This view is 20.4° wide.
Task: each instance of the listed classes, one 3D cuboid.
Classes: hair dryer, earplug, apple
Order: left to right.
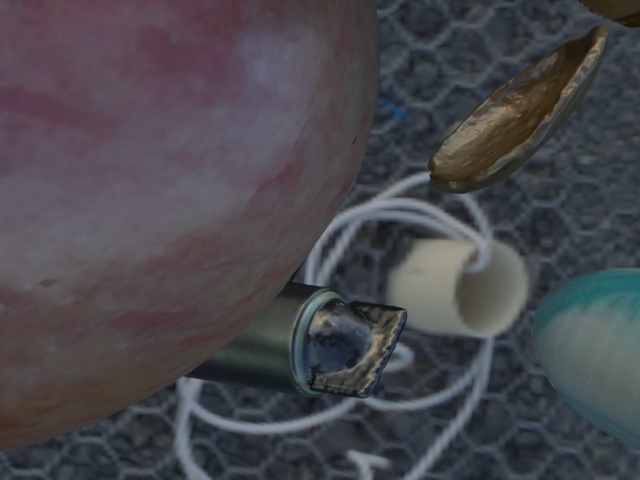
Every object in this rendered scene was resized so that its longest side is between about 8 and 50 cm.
[{"bbox_3d":[-0.133,-0.071,0.671,0.269,0.345,0.344,27,77,-30],"label":"apple"},{"bbox_3d":[0.000,0.000,1.251,0.248,0.196,0.078,-62,142,-31],"label":"hair dryer"},{"bbox_3d":[0.286,0.103,1.453,0.185,0.324,0.185,-5,102,-24],"label":"earplug"}]

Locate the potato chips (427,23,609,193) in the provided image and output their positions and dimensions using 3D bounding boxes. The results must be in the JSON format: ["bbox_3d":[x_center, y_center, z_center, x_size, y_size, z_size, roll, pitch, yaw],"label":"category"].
[{"bbox_3d":[0.175,-0.102,1.525,0.202,0.150,0.049,-45,102,-28],"label":"potato chips"}]

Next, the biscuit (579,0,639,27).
[{"bbox_3d":[0.153,-0.142,0.638,0.326,0.326,0.107,-1,122,-34],"label":"biscuit"}]
